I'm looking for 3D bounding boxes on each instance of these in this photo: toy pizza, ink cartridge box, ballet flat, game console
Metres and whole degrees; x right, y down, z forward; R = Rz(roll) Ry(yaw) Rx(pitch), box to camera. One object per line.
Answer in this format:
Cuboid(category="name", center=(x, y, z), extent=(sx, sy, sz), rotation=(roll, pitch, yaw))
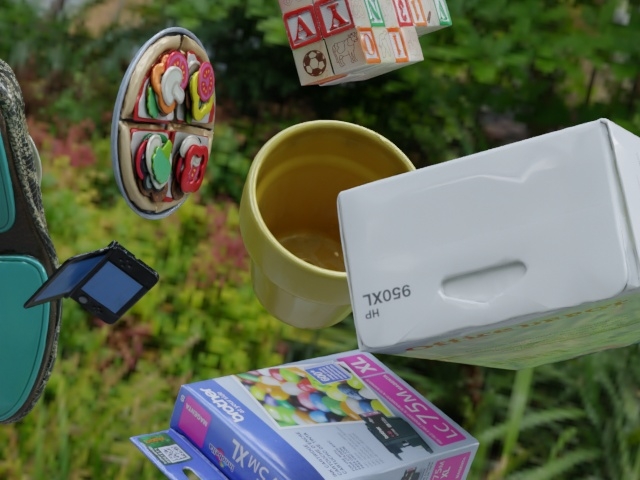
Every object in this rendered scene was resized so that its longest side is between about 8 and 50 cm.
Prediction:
Cuboid(category="toy pizza", center=(-0.152, -0.119, 1.554), extent=(0.032, 0.201, 0.201), rotation=(11, 6, 23))
Cuboid(category="ink cartridge box", center=(-0.011, 0.196, 1.477), extent=(0.311, 0.065, 0.186), rotation=(-10, 36, -43))
Cuboid(category="ballet flat", center=(-0.408, -0.009, 1.957), extent=(0.164, 0.483, 0.182), rotation=(0, 17, 12))
Cuboid(category="ink cartridge box", center=(0.236, 0.020, 1.518), extent=(0.285, 0.166, 0.395), rotation=(-16, -14, 26))
Cuboid(category="game console", center=(-0.269, 0.060, 1.766), extent=(0.107, 0.122, 0.071), rotation=(38, 42, -13))

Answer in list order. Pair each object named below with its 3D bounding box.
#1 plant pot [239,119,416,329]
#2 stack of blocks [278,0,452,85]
Cuboid(category="plant pot", center=(0.000, 0.000, 2.098), extent=(0.254, 0.254, 0.239), rotation=(11, -32, -8))
Cuboid(category="stack of blocks", center=(0.056, -0.285, 1.808), extent=(0.087, 0.171, 0.297), rotation=(-16, 1, 27))
